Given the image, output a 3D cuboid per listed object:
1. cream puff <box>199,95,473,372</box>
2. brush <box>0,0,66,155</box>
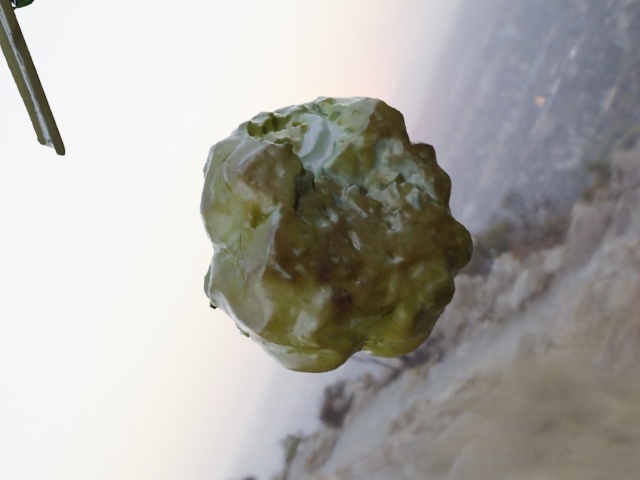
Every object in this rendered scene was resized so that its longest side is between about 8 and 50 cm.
[{"bbox_3d":[0.000,-0.002,1.154,0.185,0.282,0.282,-45,20,57],"label":"cream puff"},{"bbox_3d":[-0.304,-0.216,1.240,0.048,0.054,0.282,-31,-54,-26],"label":"brush"}]
